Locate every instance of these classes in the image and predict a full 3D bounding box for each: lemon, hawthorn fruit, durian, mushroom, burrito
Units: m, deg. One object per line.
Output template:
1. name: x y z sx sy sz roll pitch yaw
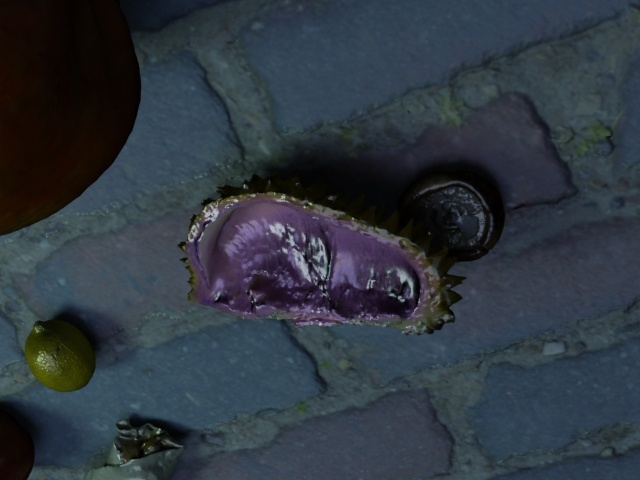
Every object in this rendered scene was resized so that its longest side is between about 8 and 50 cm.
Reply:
1. lemon: -0.331 0.144 1.921 0.082 0.082 0.111 -15 130 22
2. hawthorn fruit: -0.416 -0.193 1.435 0.471 0.472 0.472 5 129 7
3. hawthorn fruit: -0.450 0.300 2.030 0.132 0.138 0.133 6 125 9
4. durian: 0.001 0.001 1.713 0.341 0.112 0.191 4 119 19
5. mushroom: 0.146 -0.029 1.707 0.123 0.052 0.123 6 122 9
6. burrito: -0.291 0.394 2.116 0.117 0.076 0.392 24 127 0
